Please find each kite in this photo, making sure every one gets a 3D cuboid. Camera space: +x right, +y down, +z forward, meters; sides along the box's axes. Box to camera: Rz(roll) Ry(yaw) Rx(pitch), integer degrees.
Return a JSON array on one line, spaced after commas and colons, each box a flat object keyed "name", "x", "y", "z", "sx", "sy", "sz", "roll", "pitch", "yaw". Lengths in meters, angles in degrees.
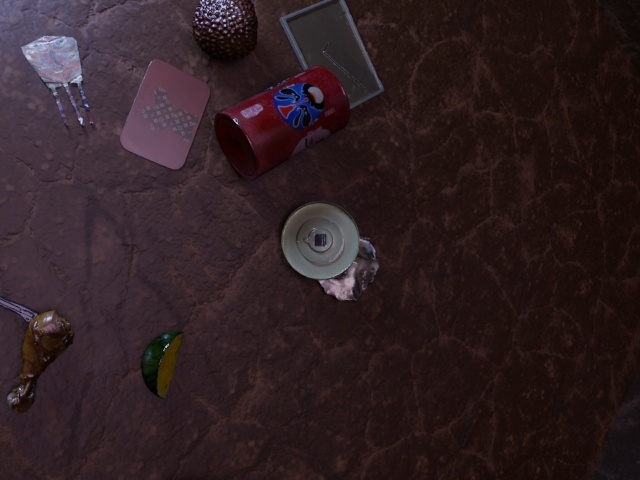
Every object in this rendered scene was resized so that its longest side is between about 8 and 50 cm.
[{"name": "kite", "x": -0.638, "y": -0.390, "z": 1.336, "sx": 0.127, "sy": 0.016, "sz": 0.229, "roll": -19, "pitch": 95, "yaw": -24}]

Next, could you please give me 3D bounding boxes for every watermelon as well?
[{"name": "watermelon", "x": -0.411, "y": 0.321, "z": 1.412, "sx": 0.092, "sy": 0.075, "sz": 0.182, "roll": 23, "pitch": 77, "yaw": -30}]

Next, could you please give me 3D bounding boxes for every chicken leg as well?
[{"name": "chicken leg", "x": -0.666, "y": 0.283, "z": 1.271, "sx": 0.107, "sy": 0.087, "sz": 0.252, "roll": 28, "pitch": 83, "yaw": -44}]

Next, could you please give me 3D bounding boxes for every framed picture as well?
[{"name": "framed picture", "x": 0.044, "y": -0.577, "z": 1.704, "sx": 0.247, "sy": 0.022, "sz": 0.335, "roll": -34, "pitch": 105, "yaw": -25}]

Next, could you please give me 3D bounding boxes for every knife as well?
[{"name": "knife", "x": -0.718, "y": 0.164, "z": 1.279, "sx": 0.121, "sy": 0.018, "sz": 0.031, "roll": 33, "pitch": 72, "yaw": -22}]

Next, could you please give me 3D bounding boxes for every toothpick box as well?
[{"name": "toothpick box", "x": -0.104, "y": -0.333, "z": 1.518, "sx": 0.333, "sy": 0.204, "sz": 0.204, "roll": -35, "pitch": 105, "yaw": -24}]

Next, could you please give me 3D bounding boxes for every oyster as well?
[{"name": "oyster", "x": 0.071, "y": 0.072, "z": 1.672, "sx": 0.214, "sy": 0.083, "sz": 0.223, "roll": 26, "pitch": 100, "yaw": -5}]

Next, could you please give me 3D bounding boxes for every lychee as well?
[{"name": "lychee", "x": -0.258, "y": -0.579, "z": 1.457, "sx": 0.188, "sy": 0.188, "sz": 0.188, "roll": 0, "pitch": 89, "yaw": -29}]

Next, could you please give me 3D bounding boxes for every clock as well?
[{"name": "clock", "x": 0.000, "y": 0.000, "z": 1.604, "sx": 0.235, "sy": 0.029, "sz": 0.235, "roll": 0, "pitch": 83, "yaw": 1}]

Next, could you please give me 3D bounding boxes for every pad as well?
[{"name": "pad", "x": -0.414, "y": -0.339, "z": 1.461, "sx": 0.181, "sy": 0.004, "sz": 0.267, "roll": 22, "pitch": 79, "yaw": -26}]
